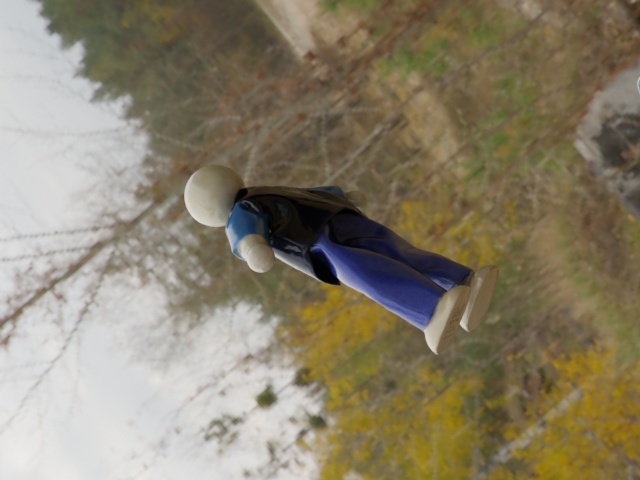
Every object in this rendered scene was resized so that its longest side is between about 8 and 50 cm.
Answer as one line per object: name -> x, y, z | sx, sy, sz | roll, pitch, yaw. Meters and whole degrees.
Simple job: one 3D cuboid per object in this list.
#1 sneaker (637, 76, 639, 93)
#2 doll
sneaker -> 0.309, -0.118, 0.937 | 0.038, 0.069, 0.098 | 24, 150, 50
doll -> 0.000, 0.000, 0.629 | 0.189, 0.046, 0.129 | 26, -153, 25
